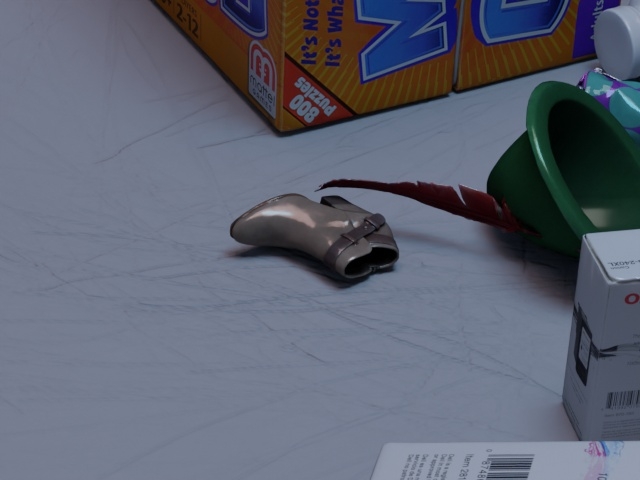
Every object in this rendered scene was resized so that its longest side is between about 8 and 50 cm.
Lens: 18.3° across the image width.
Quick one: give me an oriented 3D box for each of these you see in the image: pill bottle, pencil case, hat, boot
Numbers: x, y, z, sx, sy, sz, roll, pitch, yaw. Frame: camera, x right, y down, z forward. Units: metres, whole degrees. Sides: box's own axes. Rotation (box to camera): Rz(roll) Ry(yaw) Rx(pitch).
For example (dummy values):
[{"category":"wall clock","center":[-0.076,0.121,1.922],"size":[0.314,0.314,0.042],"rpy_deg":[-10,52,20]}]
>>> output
[{"category":"pill bottle","center":[0.334,-0.193,1.810],"size":[0.160,0.087,0.087],"rpy_deg":[-15,38,-22]},{"category":"pencil case","center":[0.291,-0.108,1.701],"size":[0.151,0.070,0.064],"rpy_deg":[7,-2,4]},{"category":"hat","center":[0.154,-0.017,1.599],"size":[0.208,0.183,0.173],"rpy_deg":[58,33,2]},{"category":"boot","center":[0.000,0.000,1.555],"size":[0.118,0.042,0.087],"rpy_deg":[-17,41,-24]}]

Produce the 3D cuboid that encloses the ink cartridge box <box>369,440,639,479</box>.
[{"category":"ink cartridge box","center":[0.154,0.217,1.130],"size":[0.278,0.117,0.201],"rpy_deg":[-3,33,19]}]

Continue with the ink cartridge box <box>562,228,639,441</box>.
[{"category":"ink cartridge box","center":[0.234,0.066,1.376],"size":[0.109,0.150,0.063],"rpy_deg":[-5,36,-10]}]

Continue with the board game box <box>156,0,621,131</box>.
[{"category":"board game box","center":[0.045,-0.368,1.810],"size":[0.356,0.357,0.356],"rpy_deg":[-15,38,-23]}]
